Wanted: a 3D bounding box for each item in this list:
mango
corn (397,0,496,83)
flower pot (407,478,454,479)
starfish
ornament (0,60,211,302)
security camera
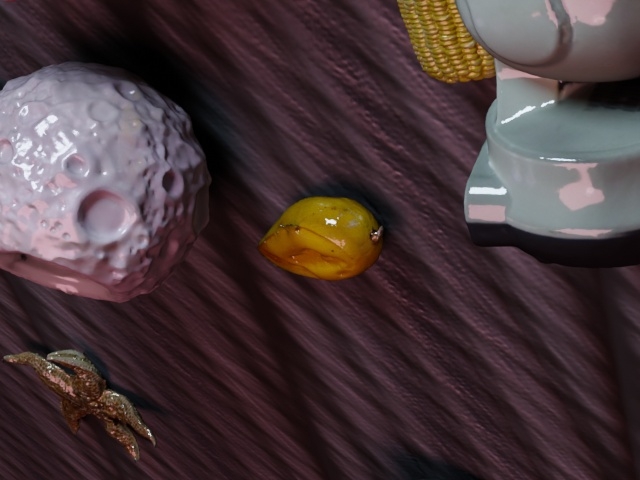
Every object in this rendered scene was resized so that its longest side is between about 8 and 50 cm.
[{"bbox_3d":[0.000,0.000,1.269,0.101,0.066,0.187,42,148,-22],"label":"mango"},{"bbox_3d":[0.102,-0.204,0.970,0.085,0.063,0.165,9,135,34],"label":"corn"},{"bbox_3d":[0.146,0.498,1.523,0.379,0.379,0.251,26,162,12],"label":"flower pot"},{"bbox_3d":[-0.349,0.244,1.798,0.277,0.062,0.235,23,142,13],"label":"starfish"},{"bbox_3d":[-0.237,-0.064,1.240,0.260,0.225,0.259,14,164,4],"label":"ornament"},{"bbox_3d":[0.198,-0.139,0.879,0.191,0.197,0.277,1,124,27],"label":"security camera"}]
